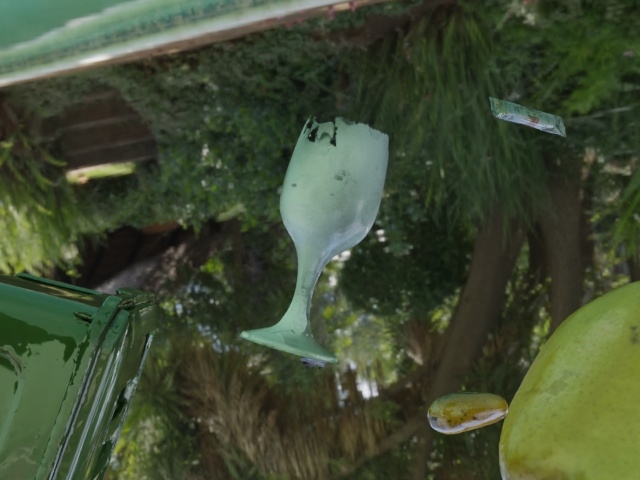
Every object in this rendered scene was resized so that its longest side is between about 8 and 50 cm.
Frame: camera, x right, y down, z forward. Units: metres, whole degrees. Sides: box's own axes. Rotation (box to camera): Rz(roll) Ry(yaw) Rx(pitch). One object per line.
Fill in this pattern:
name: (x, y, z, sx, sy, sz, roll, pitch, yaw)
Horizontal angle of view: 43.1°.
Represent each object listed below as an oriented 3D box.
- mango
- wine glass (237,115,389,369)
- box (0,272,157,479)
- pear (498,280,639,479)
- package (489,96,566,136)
mango: (0.208, 0.241, 1.144, 0.114, 0.057, 0.079, -7, 164, 0)
wine glass: (0.000, 0.000, 1.055, 0.143, 0.321, 0.143, 16, 174, 2)
box: (-0.276, 0.146, 0.766, 0.178, 0.252, 0.329, 20, 174, -6)
pear: (0.330, 0.187, 0.774, 0.285, 0.284, 0.336, -3, -157, 32)
package: (0.270, -0.161, 1.055, 0.110, 0.015, 0.037, 12, -132, -13)
